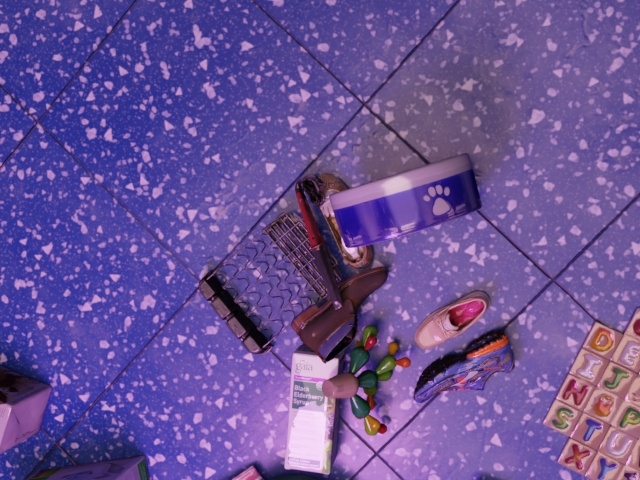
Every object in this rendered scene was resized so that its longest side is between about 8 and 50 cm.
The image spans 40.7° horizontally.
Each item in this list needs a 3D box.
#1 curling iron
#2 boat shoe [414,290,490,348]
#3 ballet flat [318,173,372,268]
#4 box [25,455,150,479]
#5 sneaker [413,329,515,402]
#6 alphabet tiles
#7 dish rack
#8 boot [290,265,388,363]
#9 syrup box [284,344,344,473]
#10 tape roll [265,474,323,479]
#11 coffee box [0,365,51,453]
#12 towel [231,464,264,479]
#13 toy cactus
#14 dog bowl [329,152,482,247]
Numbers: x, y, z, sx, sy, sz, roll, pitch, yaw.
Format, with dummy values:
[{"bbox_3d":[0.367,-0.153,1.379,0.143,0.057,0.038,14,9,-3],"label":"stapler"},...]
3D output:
[{"bbox_3d":[0.000,0.000,1.664,0.068,0.035,0.273,-24,73,48],"label":"curling iron"},{"bbox_3d":[0.253,0.156,1.676,0.170,0.059,0.063,-38,86,12],"label":"boat shoe"},{"bbox_3d":[0.045,-0.039,1.699,0.073,0.067,0.206,-28,88,12],"label":"ballet flat"},{"bbox_3d":[-0.512,0.556,1.778,0.262,0.231,0.126,-11,92,13],"label":"box"},{"bbox_3d":[0.279,0.263,1.672,0.221,0.083,0.087,-31,96,16],"label":"sneaker"},{"bbox_3d":[0.605,0.314,1.642,0.285,0.011,0.342,26,99,9],"label":"alphabet tiles"},{"bbox_3d":[-0.097,0.084,1.739,0.271,0.074,0.208,-40,88,10],"label":"dish rack"},{"bbox_3d":[0.060,0.146,1.680,0.219,0.082,0.106,-35,61,0],"label":"boot"},{"bbox_3d":[-0.011,0.334,1.726,0.093,0.096,0.236,5,96,9],"label":"syrup box"},{"bbox_3d":[-0.052,0.636,1.723,0.322,0.077,0.321,0,85,-4],"label":"tape roll"},{"bbox_3d":[-0.758,0.328,1.842,0.297,0.168,0.118,20,98,9],"label":"coffee box"},{"bbox_3d":[-0.143,0.585,1.791,0.144,0.029,0.197,-34,92,-4],"label":"towel"},{"bbox_3d":[0.083,0.279,1.664,0.112,0.181,0.218,15,102,44],"label":"toy cactus"},{"bbox_3d":[0.155,-0.073,1.574,0.265,0.265,0.104,-16,93,12],"label":"dog bowl"}]
